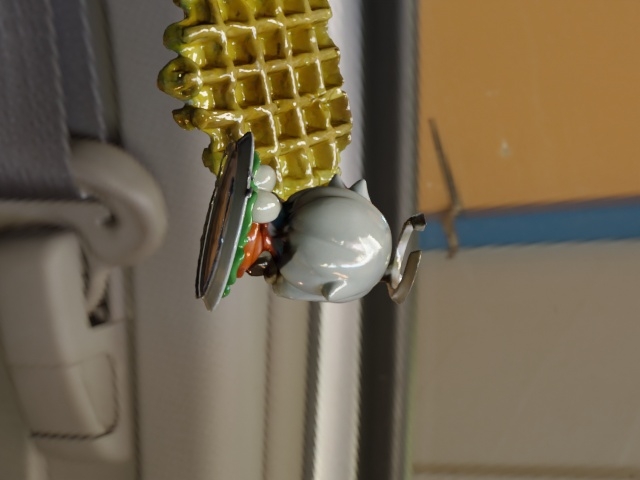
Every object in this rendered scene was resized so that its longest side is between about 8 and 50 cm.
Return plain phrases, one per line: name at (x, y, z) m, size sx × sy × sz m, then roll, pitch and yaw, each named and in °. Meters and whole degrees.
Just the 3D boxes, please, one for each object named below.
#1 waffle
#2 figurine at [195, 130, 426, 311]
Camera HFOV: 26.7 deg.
waffle at (-0.062, -0.137, 1.278) m, size 0.057 × 0.229 × 0.219 m, roll -6°, pitch -172°, yaw 42°
figurine at (0.000, 0.000, 0.941) m, size 0.154 × 0.132 × 0.132 m, roll 12°, pitch -160°, yaw -11°
